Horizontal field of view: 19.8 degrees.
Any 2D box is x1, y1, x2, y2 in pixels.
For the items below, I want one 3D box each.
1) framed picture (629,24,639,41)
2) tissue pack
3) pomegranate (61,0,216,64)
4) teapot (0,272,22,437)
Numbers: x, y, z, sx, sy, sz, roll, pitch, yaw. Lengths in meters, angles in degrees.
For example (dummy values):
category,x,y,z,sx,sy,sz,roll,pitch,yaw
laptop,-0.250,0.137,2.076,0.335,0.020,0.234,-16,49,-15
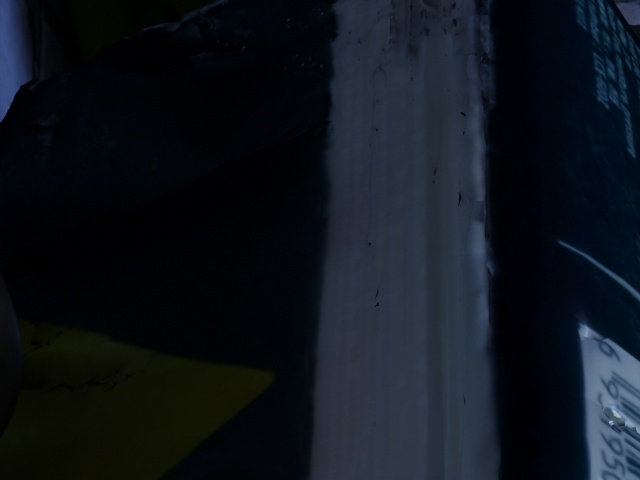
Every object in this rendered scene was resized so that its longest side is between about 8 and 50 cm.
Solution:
category,x,y,z,sx,sy,sz,roll,pitch,yaw
framed picture,0.061,-0.020,0.832,0.023,0.260,0.189,47,58,-54
tissue pack,0.022,0.125,0.545,0.264,0.253,0.416,51,29,-35
pomegranate,-0.033,-0.111,0.820,0.225,0.187,0.187,-144,-140,-65
teapot,-0.118,0.029,0.485,0.121,0.076,0.068,51,-13,35
